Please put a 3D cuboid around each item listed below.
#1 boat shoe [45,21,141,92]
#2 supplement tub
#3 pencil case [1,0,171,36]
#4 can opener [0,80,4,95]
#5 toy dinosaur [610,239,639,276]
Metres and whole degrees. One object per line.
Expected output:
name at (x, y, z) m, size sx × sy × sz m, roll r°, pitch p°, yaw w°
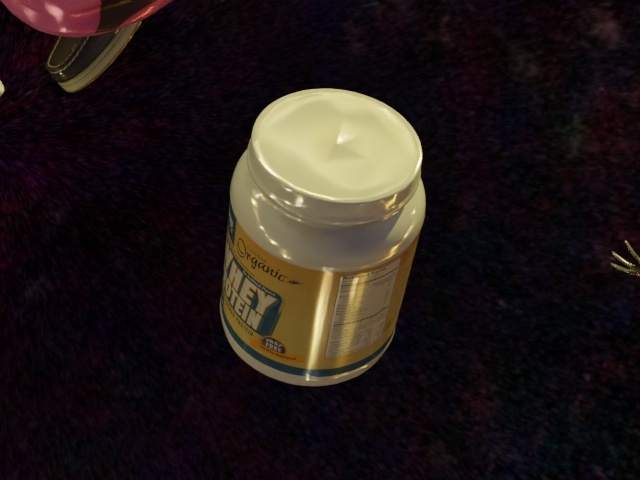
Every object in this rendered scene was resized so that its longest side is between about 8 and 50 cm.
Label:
boat shoe at (-0.111, -0.153, 0.620) m, size 0.049 × 0.056 × 0.152 m, roll 32°, pitch 84°, yaw -36°
supplement tub at (0.000, 0.000, 0.879) m, size 0.144 × 0.144 × 0.200 m, roll -7°, pitch 138°, yaw -16°
pencil case at (-0.054, -0.158, 0.383) m, size 0.098 × 0.209 × 0.095 m, roll -36°, pitch 85°, yaw -36°
can opener at (-0.352, -0.168, 0.884) m, size 0.093 × 0.074 × 0.280 m, roll -48°, pitch 148°, yaw 2°
toy dinosaur at (0.186, 0.015, 0.539) m, size 0.047 × 0.090 × 0.082 m, roll -46°, pitch 147°, yaw -29°
